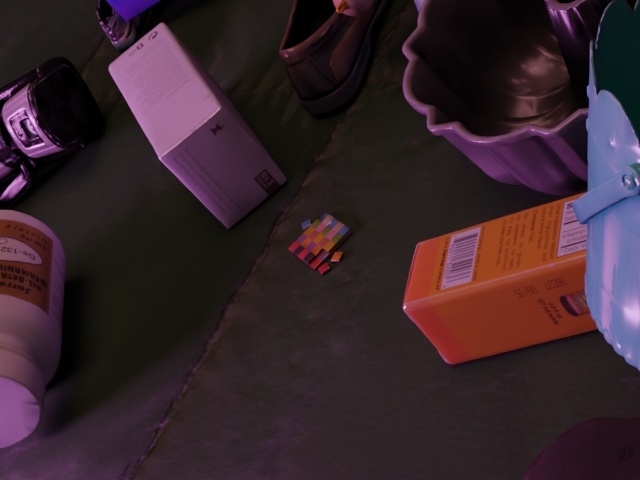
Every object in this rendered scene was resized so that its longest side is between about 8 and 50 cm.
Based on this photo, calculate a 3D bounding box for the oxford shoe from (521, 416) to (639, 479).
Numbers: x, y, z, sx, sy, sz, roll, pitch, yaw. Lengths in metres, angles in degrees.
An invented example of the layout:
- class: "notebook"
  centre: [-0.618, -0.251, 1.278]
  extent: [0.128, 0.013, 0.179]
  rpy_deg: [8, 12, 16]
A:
- class: "oxford shoe"
  centre: [0.214, 0.156, 1.067]
  extent: [0.212, 0.076, 0.076]
  rpy_deg: [-27, 36, 47]

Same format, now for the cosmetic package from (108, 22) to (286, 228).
- class: "cosmetic package"
  centre: [-0.129, -0.120, 1.650]
  extent: [0.085, 0.117, 0.231]
  rpy_deg: [-39, 33, 5]

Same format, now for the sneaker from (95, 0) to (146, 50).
- class: "sneaker"
  centre: [-0.248, -0.286, 1.985]
  extent: [0.038, 0.069, 0.098]
  rpy_deg: [-23, 39, 25]

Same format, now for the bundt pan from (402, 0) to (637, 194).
- class: "bundt pan"
  centre: [0.237, -0.168, 1.341]
  extent: [0.331, 0.124, 0.331]
  rpy_deg: [-26, 38, 22]

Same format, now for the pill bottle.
- class: "pill bottle"
  centre: [-0.319, 0.087, 1.595]
  extent: [0.131, 0.131, 0.229]
  rpy_deg: [-30, 37, 17]

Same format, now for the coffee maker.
- class: "coffee maker"
  centre: [-0.351, -0.138, 1.882]
  extent: [0.178, 0.120, 0.171]
  rpy_deg: [-23, 38, 25]

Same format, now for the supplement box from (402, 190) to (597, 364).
- class: "supplement box"
  centre: [0.182, 0.021, 1.230]
  extent: [0.233, 0.078, 0.080]
  rpy_deg: [-15, 39, 32]

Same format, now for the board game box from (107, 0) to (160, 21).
- class: "board game box"
  centre: [-0.140, -0.445, 2.004]
  extent: [0.233, 0.078, 0.347]
  rpy_deg: [-26, 33, 31]

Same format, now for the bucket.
- class: "bucket"
  centre: [0.290, -0.033, 1.002]
  extent: [0.281, 0.183, 0.281]
  rpy_deg: [1, 35, -1]

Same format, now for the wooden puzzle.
- class: "wooden puzzle"
  centre: [0.000, 0.000, 1.490]
  extent: [0.049, 0.006, 0.083]
  rpy_deg: [-46, 35, -6]

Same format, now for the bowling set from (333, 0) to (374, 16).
- class: "bowling set"
  centre: [0.030, -0.350, 1.672]
  extent: [0.200, 0.154, 0.287]
  rpy_deg: [11, 36, 41]

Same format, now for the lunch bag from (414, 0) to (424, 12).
- class: "lunch bag"
  centre: [0.146, -0.355, 1.541]
  extent: [0.160, 0.223, 0.262]
  rpy_deg: [20, 68, 45]

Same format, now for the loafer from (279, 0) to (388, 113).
- class: "loafer"
  centre: [0.012, -0.248, 1.678]
  extent: [0.096, 0.084, 0.267]
  rpy_deg: [-19, 41, 28]
